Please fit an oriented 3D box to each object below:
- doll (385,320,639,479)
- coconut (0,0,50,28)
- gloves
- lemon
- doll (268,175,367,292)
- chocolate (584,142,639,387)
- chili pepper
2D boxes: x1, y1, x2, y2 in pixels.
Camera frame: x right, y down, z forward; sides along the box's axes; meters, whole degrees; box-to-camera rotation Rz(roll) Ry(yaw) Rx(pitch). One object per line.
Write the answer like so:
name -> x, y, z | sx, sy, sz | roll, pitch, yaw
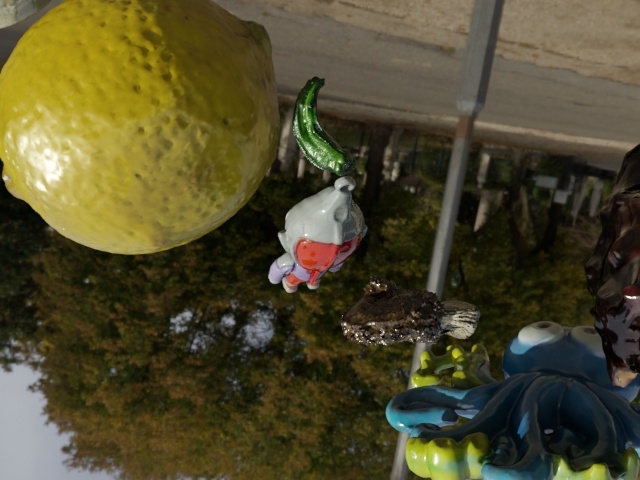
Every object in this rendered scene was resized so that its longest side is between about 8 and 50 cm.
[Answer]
doll -> 0.241, 0.159, 0.589 | 0.346, 0.098, 0.341 | -4, -171, 32
coconut -> -0.517, -0.442, 0.813 | 0.202, 0.221, 0.202 | -12, -140, 10
gloves -> 0.201, 0.175, 1.300 | 0.313, 0.135, 0.210 | -3, -158, -18
lemon -> -0.214, -0.143, 0.672 | 0.336, 0.335, 0.336 | 9, -171, -1
doll -> 0.000, 0.000, 0.613 | 0.102, 0.075, 0.227 | -10, 152, -18
chocolate -> 0.283, 0.036, 0.394 | 0.177, 0.224, 0.206 | -23, -152, -35
chili pepper -> -0.001, -0.120, 0.610 | 0.056, 0.117, 0.035 | -23, 165, 17
